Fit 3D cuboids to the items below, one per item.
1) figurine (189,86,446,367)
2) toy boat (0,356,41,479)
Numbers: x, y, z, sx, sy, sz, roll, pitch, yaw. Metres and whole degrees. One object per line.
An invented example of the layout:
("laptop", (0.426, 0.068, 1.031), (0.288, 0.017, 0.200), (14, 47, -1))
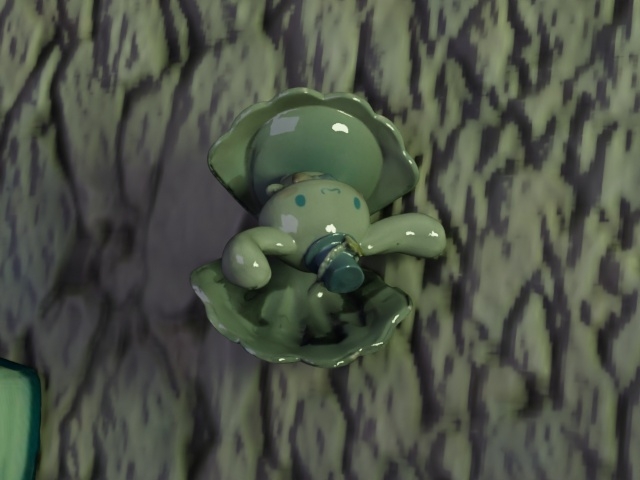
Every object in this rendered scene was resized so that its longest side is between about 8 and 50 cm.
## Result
("figurine", (0.000, 0.000, 0.645), (0.086, 0.094, 0.082), (-91, 9, -48))
("toy boat", (-0.258, 0.096, 0.813), (0.299, 0.061, 0.096), (-7, 75, 35))
